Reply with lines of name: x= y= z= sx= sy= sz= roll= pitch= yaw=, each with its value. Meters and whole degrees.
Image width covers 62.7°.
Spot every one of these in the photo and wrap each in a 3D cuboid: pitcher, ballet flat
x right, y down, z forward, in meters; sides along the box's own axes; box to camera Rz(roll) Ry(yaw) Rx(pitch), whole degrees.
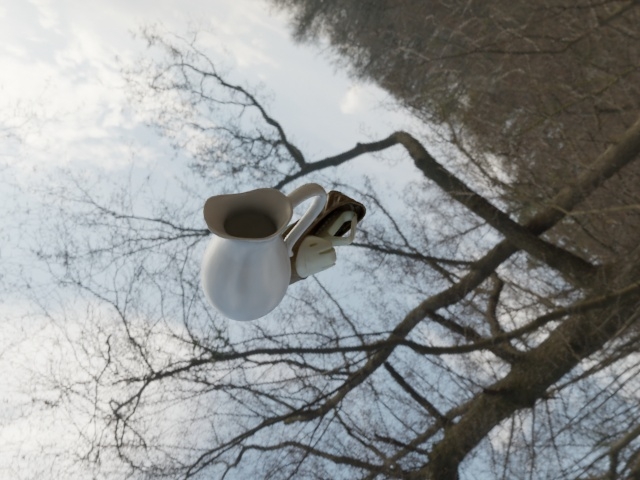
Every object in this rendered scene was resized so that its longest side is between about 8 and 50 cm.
pitcher: x=-0.077 y=0.014 z=0.725 sx=0.178 sy=0.207 sz=0.125 roll=-21 pitch=-121 yaw=-26
ballet flat: x=0.000 y=0.000 z=1.119 sx=0.124 sy=0.116 sz=0.342 roll=11 pitch=-145 yaw=28
